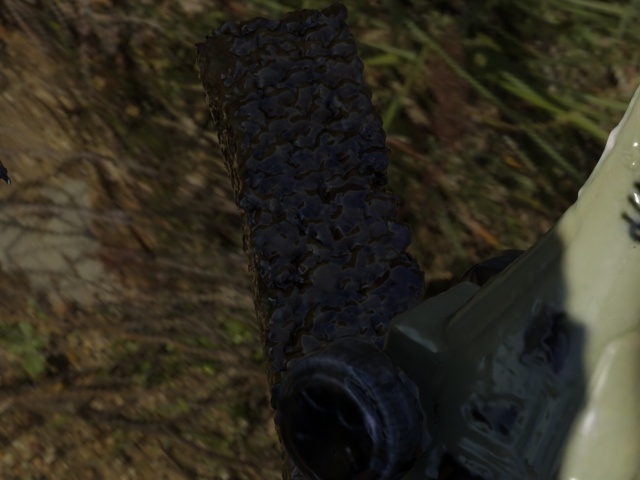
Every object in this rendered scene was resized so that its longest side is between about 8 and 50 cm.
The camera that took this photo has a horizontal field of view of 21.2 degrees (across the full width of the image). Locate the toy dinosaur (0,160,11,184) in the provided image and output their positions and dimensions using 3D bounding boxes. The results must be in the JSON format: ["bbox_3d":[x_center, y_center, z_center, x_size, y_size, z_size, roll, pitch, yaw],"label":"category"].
[{"bbox_3d":[-0.208,-0.025,0.813,0.108,0.220,0.032,25,114,6],"label":"toy dinosaur"}]

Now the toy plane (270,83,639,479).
[{"bbox_3d":[0.062,0.021,0.403,0.092,0.108,0.286,-22,137,-47],"label":"toy plane"}]

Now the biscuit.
[{"bbox_3d":[0.000,0.000,0.620,0.064,0.199,0.034,-8,151,-9],"label":"biscuit"}]
